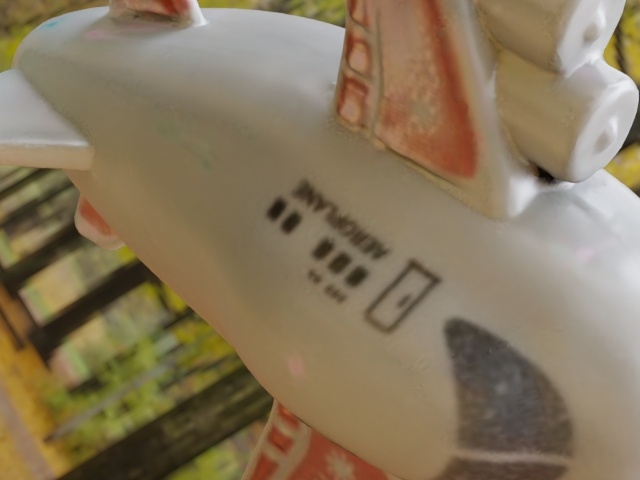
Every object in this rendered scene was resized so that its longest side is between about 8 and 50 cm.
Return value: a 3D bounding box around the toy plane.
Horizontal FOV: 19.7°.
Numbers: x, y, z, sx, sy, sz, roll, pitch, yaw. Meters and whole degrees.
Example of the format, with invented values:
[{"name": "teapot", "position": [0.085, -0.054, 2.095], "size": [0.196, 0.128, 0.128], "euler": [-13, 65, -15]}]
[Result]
[{"name": "toy plane", "position": [0.003, -0.001, 0.538], "size": [0.252, 0.118, 0.252], "euler": [20, -55, 32]}]
